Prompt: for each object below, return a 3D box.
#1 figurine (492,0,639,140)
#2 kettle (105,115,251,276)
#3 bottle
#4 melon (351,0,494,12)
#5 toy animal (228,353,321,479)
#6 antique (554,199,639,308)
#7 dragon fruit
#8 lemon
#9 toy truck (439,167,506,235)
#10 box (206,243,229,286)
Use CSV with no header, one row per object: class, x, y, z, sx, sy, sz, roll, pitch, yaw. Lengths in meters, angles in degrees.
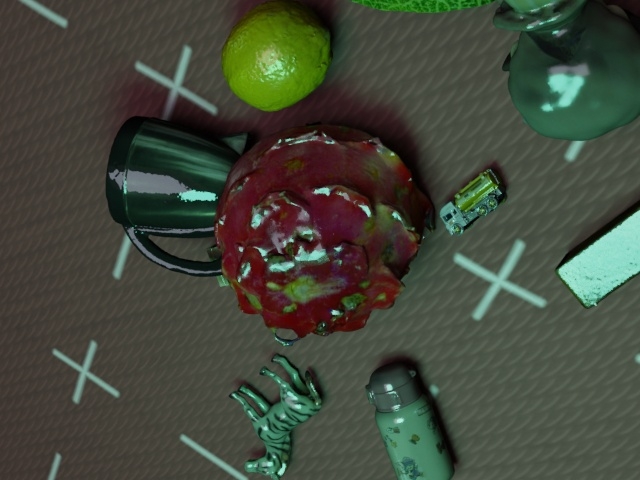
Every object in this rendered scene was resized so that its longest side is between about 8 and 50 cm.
figurine,0.348,-0.283,1.455,0.248,0.203,0.380,-21,137,23
kettle,-0.231,-0.090,1.881,0.271,0.251,0.207,9,149,10
bottle,0.159,0.336,1.895,0.110,0.110,0.233,-15,101,31
melon,0.170,-0.493,1.544,0.343,0.226,0.331,25,102,33
toy animal,-0.101,0.341,2.053,0.170,0.090,0.255,31,122,9
antique,0.508,-0.020,1.590,0.087,0.093,0.310,50,123,3
dragon fruit,0.000,0.000,1.730,0.386,0.249,0.371,-6,111,6
lemon,-0.073,-0.309,1.743,0.180,0.180,0.193,43,145,7
toy truck,0.255,-0.064,1.732,0.123,0.052,0.063,-40,83,31
box,-0.172,0.037,1.973,0.035,0.083,0.079,-14,102,31
